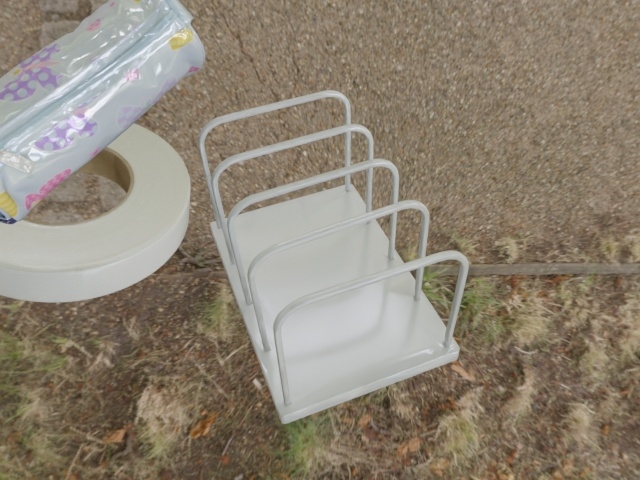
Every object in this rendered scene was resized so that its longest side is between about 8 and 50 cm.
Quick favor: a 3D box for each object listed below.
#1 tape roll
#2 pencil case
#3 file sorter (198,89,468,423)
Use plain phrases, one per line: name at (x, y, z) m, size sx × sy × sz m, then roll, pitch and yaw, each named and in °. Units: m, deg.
tape roll at (-0.407, -0.073, 0.934) m, size 0.392 × 0.072 × 0.392 m, roll 8°, pitch 46°, yaw -8°
pencil case at (-0.245, -0.144, 0.577) m, size 0.113 × 0.124 × 0.273 m, roll 47°, pitch 74°, yaw -6°
file sorter at (0.000, 0.000, 0.602) m, size 0.193 × 0.173 × 0.277 m, roll -17°, pitch 49°, yaw -13°
